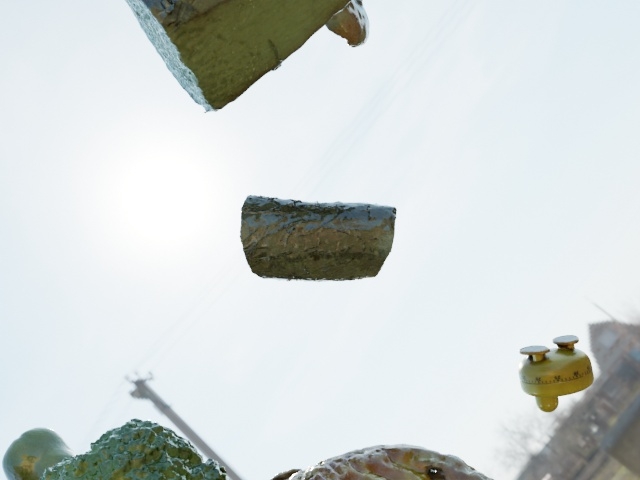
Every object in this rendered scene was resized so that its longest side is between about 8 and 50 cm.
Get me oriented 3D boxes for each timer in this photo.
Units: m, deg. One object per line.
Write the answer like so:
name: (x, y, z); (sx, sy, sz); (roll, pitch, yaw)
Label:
timer: (0.340, 0.201, 1.251); (0.107, 0.109, 0.107); (-12, 4, 1)

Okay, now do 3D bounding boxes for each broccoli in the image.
broccoli: (-0.203, 0.323, 0.845); (0.302, 0.254, 0.186); (-58, -11, 21)

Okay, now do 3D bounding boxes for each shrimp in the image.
shrimp: (-0.007, -0.411, 1.217); (0.062, 0.317, 0.164); (-27, -8, 19)

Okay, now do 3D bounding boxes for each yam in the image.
yam: (-0.091, -0.307, 0.997); (0.271, 0.201, 0.202); (-35, -31, -11)
yam: (0.000, 0.000, 1.044); (0.107, 0.183, 0.107); (1, -90, -83)

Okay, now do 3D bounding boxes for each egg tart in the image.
egg tart: (0.074, 0.288, 0.761); (0.297, 0.297, 0.132); (-9, -66, -60)

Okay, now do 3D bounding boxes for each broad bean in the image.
broad bean: (-0.328, 0.307, 1.090); (0.082, 0.174, 0.124); (-39, -24, -32)
